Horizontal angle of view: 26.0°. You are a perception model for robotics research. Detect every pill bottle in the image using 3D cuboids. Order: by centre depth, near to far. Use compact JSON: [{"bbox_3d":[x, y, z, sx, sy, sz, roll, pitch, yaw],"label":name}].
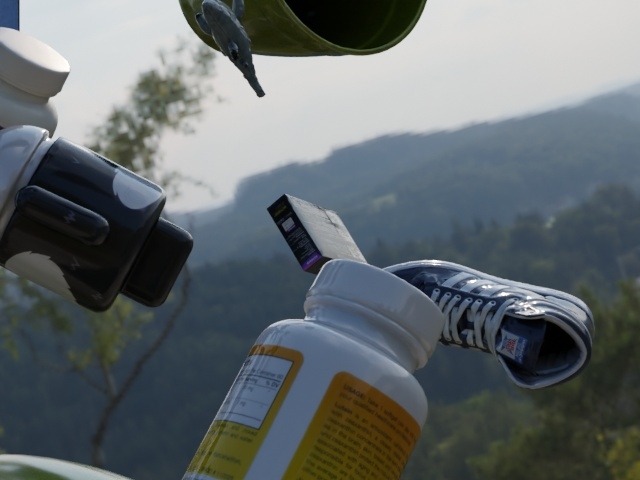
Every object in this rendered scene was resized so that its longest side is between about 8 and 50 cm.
[{"bbox_3d":[-0.007,0.142,0.981,0.245,0.136,0.136,-62,19,-19],"label":"pill bottle"},{"bbox_3d":[-0.488,-0.152,2.026,0.301,0.169,0.169,-58,-14,17],"label":"pill bottle"}]

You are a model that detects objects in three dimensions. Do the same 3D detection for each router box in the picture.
[{"bbox_3d":[0.000,0.000,2.304,0.046,0.133,0.179,-40,-26,18],"label":"router box"}]

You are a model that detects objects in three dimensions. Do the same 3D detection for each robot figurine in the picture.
[{"bbox_3d":[-0.293,-0.019,1.632,0.209,0.278,0.173,-56,10,44],"label":"robot figurine"}]

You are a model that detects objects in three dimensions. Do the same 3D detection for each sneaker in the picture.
[{"bbox_3d":[0.176,0.096,1.583,0.282,0.099,0.153,8,15,5],"label":"sneaker"}]

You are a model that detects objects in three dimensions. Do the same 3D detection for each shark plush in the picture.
[{"bbox_3d":[-0.129,-0.272,1.969,0.073,0.161,0.067,-15,22,3],"label":"shark plush"}]

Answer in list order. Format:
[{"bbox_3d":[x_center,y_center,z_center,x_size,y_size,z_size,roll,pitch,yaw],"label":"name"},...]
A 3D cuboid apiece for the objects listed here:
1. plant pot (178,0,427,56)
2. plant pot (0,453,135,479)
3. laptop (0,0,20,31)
[{"bbox_3d":[-0.060,-0.467,2.389,0.366,0.366,0.353,-17,6,-37],"label":"plant pot"},{"bbox_3d":[-0.293,0.330,1.418,0.275,0.274,0.293,-17,22,-32],"label":"plant pot"},{"bbox_3d":[-0.588,-0.467,1.962,0.236,0.381,0.408,-2,-7,1],"label":"laptop"}]
